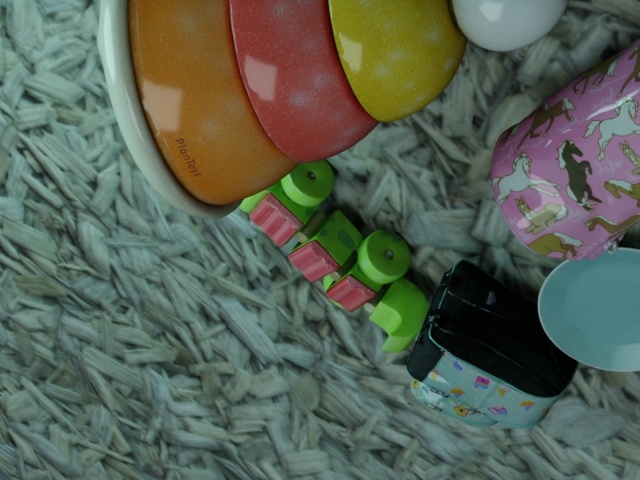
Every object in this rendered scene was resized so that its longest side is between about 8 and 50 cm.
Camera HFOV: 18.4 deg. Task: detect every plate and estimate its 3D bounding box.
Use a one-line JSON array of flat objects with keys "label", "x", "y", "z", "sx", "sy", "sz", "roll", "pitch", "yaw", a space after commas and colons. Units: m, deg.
[{"label": "plate", "x": 0.344, "y": 0.075, "z": 2.271, "sx": 0.188, "sy": 0.024, "sz": 0.188, "roll": 6, "pitch": 129, "yaw": 7}]

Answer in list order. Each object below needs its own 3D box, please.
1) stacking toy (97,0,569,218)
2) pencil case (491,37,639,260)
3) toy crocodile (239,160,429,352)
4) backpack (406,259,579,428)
[{"label": "stacking toy", "x": 0.037, "y": -0.220, "z": 2.108, "sx": 0.480, "sy": 0.350, "sz": 0.350, "roll": -8, "pitch": 124, "yaw": 21}, {"label": "pencil case", "x": 0.345, "y": -0.113, "z": 2.019, "sx": 0.167, "sy": 0.160, "sz": 0.386, "roll": 22, "pitch": 147, "yaw": -26}, {"label": "toy crocodile", "x": 0.000, "y": 0.000, "z": 2.439, "sx": 0.340, "sy": 0.105, "sz": 0.115, "roll": 45, "pitch": 141, "yaw": -6}, {"label": "backpack", "x": 0.207, "y": 0.140, "z": 2.360, "sx": 0.188, "sy": 0.166, "sz": 0.144, "roll": 22, "pitch": 132, "yaw": 2}]
